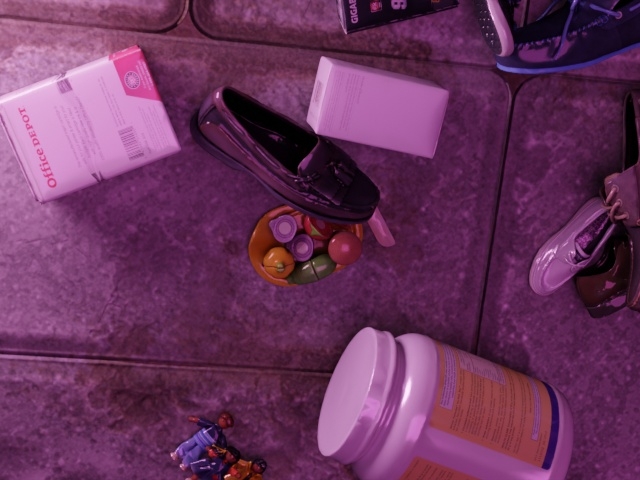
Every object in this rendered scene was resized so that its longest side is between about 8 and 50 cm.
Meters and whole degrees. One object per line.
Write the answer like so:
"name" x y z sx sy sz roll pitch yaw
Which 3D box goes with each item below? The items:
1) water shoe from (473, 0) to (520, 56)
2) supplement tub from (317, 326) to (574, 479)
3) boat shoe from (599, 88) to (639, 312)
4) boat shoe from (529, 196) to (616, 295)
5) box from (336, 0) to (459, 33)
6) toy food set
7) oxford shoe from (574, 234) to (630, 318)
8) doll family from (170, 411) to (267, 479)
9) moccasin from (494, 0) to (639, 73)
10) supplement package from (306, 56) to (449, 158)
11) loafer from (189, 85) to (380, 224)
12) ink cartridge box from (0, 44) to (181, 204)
"water shoe" 0.258 -0.354 1.786 0.080 0.073 0.203 -11 64 -6
"supplement tub" 0.187 0.282 1.904 0.331 0.241 0.241 22 100 -13
"boat shoe" 0.483 -0.065 1.891 0.130 0.132 0.355 12 74 1
"boat shoe" 0.398 0.014 1.958 0.066 0.063 0.184 43 94 -16
"box" 0.102 -0.409 1.760 0.175 0.051 0.220 -14 135 -6
"toy food set" 0.000 0.000 1.889 0.217 0.071 0.128 -21 107 -3
"oxford shoe" 0.501 0.024 1.969 0.227 0.083 0.096 -33 103 0
"doll family" -0.143 0.353 1.960 0.111 0.076 0.193 -41 104 8
"moccasin" 0.404 -0.338 1.842 0.342 0.138 0.117 -20 121 -16
"supplement package" 0.082 -0.194 1.834 0.179 0.105 0.105 11 102 -11
"loafer" -0.041 -0.122 1.814 0.302 0.109 0.095 27 143 -9
"ink cartridge box" -0.328 -0.165 1.785 0.217 0.092 0.159 -21 107 -5
